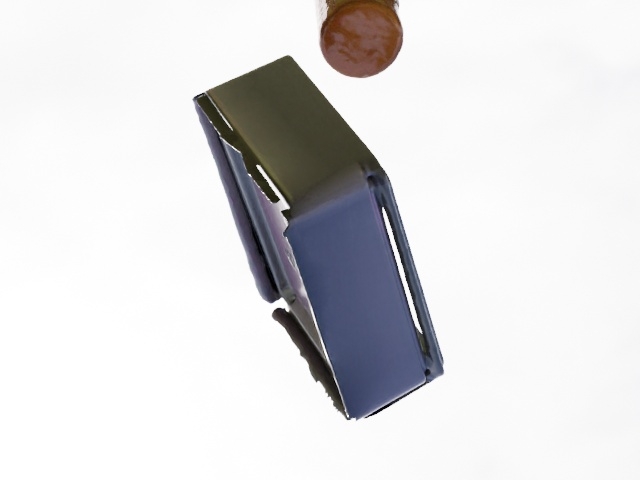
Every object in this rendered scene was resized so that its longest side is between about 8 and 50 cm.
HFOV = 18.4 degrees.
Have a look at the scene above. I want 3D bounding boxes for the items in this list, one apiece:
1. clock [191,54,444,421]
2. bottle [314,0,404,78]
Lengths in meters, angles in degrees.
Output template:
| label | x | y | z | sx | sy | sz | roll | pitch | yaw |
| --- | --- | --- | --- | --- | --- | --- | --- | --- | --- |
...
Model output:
| label | x | y | z | sx | sy | sz | roll | pitch | yaw |
| --- | --- | --- | --- | --- | --- | --- | --- | --- | --- |
| clock | -0.001 | 0.000 | 1.213 | 0.073 | 0.193 | 0.144 | -27 | -137 | -9 |
| bottle | 0.026 | -0.197 | 1.581 | 0.069 | 0.069 | 0.187 | -9 | -150 | 0 |
